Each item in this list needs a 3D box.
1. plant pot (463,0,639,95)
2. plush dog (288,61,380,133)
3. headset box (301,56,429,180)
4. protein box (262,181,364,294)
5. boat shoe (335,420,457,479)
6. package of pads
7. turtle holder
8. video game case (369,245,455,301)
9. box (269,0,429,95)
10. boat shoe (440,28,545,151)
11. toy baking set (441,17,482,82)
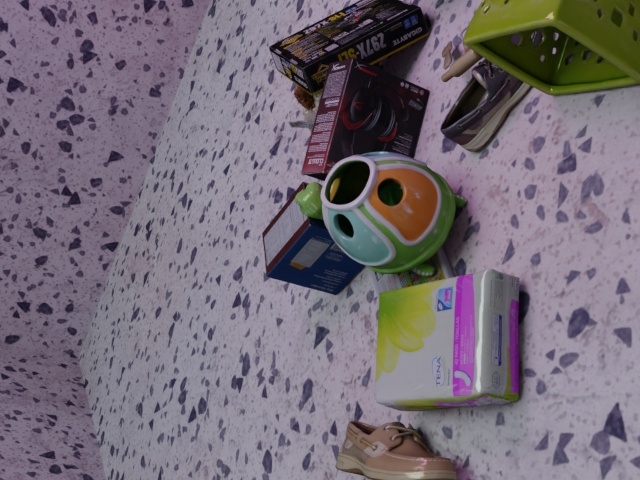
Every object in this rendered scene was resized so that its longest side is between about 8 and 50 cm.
[{"bbox_3d":[0.411,-0.386,1.320,0.228,0.227,0.207,10,78,62],"label":"plant pot"},{"bbox_3d":[0.048,-0.370,2.016,0.262,0.210,0.225,-39,20,47],"label":"plush dog"},{"bbox_3d":[0.098,-0.229,1.790,0.110,0.218,0.293,7,81,61],"label":"headset box"},{"bbox_3d":[0.000,0.000,1.861,0.201,0.200,0.136,-48,37,39],"label":"protein box"},{"bbox_3d":[0.133,0.395,1.504,0.341,0.122,0.110,-14,64,59],"label":"boat shoe"},{"bbox_3d":[0.225,0.192,1.451,0.296,0.101,0.229,-18,62,52],"label":"package of pads"},{"bbox_3d":[0.110,-0.080,1.614,0.243,0.227,0.320,-53,38,9],"label":"turtle holder"},{"bbox_3d":[0.186,0.064,1.684,0.206,0.026,0.227,-53,34,34],"label":"video game case"},{"bbox_3d":[0.063,-0.483,1.933,0.322,0.079,0.257,-29,30,-8],"label":"box"},{"bbox_3d":[0.333,-0.305,1.542,0.285,0.092,0.103,-58,32,26],"label":"boat shoe"},{"bbox_3d":[0.314,-0.411,1.631,0.256,0.030,0.197,-37,21,57],"label":"toy baking set"}]
